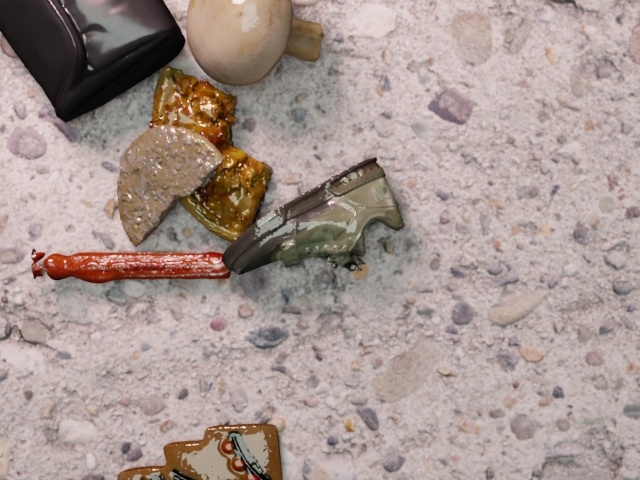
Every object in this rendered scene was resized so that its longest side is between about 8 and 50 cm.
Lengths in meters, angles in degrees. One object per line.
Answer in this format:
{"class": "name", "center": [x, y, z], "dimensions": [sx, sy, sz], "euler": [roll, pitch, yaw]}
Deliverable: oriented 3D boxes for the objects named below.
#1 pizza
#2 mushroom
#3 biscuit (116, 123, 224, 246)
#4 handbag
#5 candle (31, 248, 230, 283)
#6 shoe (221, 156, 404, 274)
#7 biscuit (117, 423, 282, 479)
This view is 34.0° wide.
{"class": "pizza", "center": [-0.179, -0.140, 1.665], "dimensions": [0.161, 0.085, 0.305], "euler": [-24, 91, 3]}
{"class": "mushroom", "center": [-0.093, -0.334, 1.622], "dimensions": [0.215, 0.207, 0.207], "euler": [11, 92, -30]}
{"class": "biscuit", "center": [-0.257, -0.103, 1.644], "dimensions": [0.250, 0.032, 0.133], "euler": [-39, 82, 35]}
{"class": "handbag", "center": [-0.399, -0.362, 1.626], "dimensions": [0.275, 0.178, 0.301], "euler": [-33, 89, 3]}
{"class": "candle", "center": [-0.305, 0.043, 1.696], "dimensions": [0.330, 0.048, 0.051], "euler": [0, 132, 3]}
{"class": "shoe", "center": [0.000, 0.001, 1.640], "dimensions": [0.293, 0.109, 0.149], "euler": [-33, 84, -3]}
{"class": "biscuit", "center": [-0.177, 0.410, 1.696], "dimensions": [0.278, 0.043, 0.301], "euler": [37, 93, 2]}
